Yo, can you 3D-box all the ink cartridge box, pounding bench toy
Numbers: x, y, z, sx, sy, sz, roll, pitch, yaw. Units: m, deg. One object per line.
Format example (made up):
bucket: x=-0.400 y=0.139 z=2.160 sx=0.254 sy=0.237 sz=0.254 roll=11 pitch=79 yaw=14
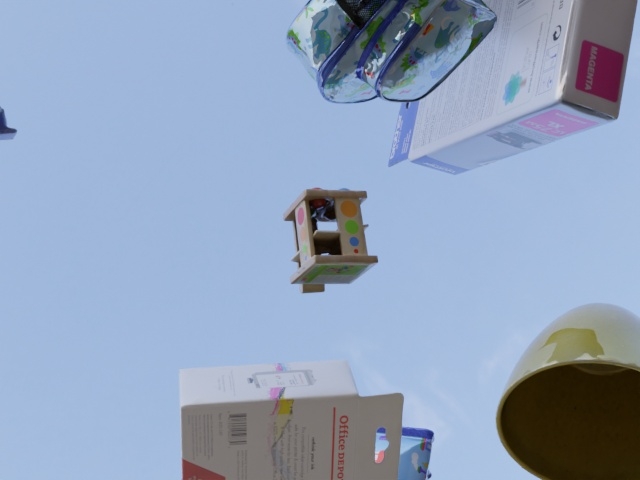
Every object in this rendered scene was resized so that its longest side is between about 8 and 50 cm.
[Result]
ink cartridge box: x=0.159 y=-0.165 z=0.802 sx=0.065 sy=0.311 sz=0.186 roll=16 pitch=-100 yaw=-19
ink cartridge box: x=-0.029 y=0.176 z=0.836 sx=0.198 sy=0.067 sz=0.115 roll=-1 pitch=-67 yaw=-9
pounding bench toy: x=0.000 y=0.000 z=0.710 sx=0.052 sy=0.083 sz=0.065 roll=1 pitch=-111 yaw=-23

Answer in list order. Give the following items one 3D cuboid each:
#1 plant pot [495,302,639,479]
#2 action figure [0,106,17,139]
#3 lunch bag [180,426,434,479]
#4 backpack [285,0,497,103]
plant pot: x=0.196 y=0.100 z=0.644 sx=0.134 sy=0.095 sz=0.134 roll=9 pitch=-51 yaw=11
action figure: x=-0.494 y=-0.126 z=0.916 sx=0.341 sy=0.178 sz=0.330 roll=0 pitch=-111 yaw=-27
lunch bag: x=-0.028 y=0.326 z=1.104 sx=0.293 sy=0.221 sz=0.138 roll=10 pitch=-38 yaw=12
backpack: x=0.042 y=-0.132 z=0.555 sx=0.114 sy=0.105 sz=0.084 roll=-43 pitch=-109 yaw=28
